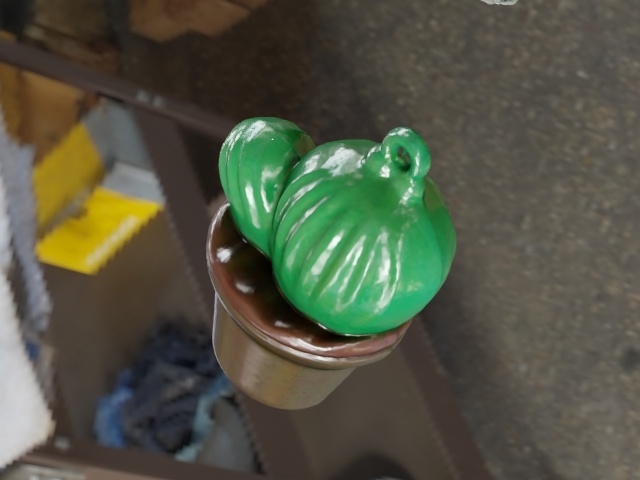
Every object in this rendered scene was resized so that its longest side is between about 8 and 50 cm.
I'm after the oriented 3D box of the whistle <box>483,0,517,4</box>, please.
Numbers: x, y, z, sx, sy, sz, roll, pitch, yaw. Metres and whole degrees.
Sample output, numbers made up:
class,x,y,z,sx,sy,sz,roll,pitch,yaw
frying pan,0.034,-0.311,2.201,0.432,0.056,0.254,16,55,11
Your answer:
class,x,y,z,sx,sy,sz,roll,pitch,yaw
whistle,0.177,-0.299,1.185,0.142,0.134,0.346,-53,-8,-52

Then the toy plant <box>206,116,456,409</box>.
class,x,y,z,sx,sy,sz,roll,pitch,yaw
toy plant,0.000,0.000,0.970,0.143,0.105,0.200,44,134,20
